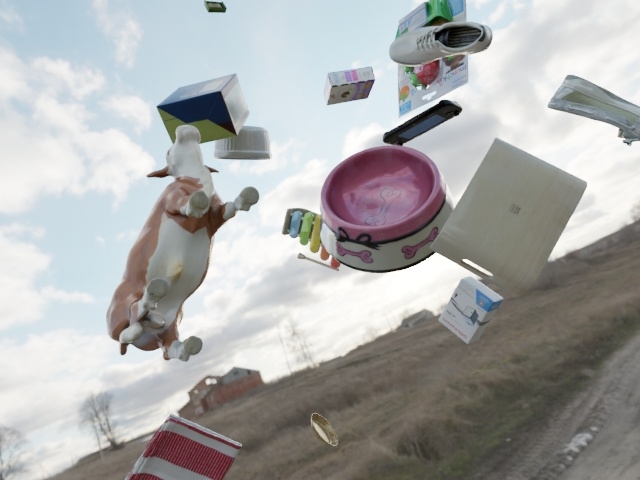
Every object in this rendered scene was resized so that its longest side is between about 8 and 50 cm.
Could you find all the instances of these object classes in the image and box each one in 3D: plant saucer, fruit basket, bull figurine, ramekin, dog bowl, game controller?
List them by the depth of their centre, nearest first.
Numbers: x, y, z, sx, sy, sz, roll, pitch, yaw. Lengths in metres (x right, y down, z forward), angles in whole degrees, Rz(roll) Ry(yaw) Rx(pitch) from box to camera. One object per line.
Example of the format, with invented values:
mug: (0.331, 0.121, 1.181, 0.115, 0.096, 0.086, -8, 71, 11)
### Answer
bull figurine: (-0.176, -0.001, 0.573, 0.101, 0.310, 0.188, 21, -12, -32)
plant saucer: (0.005, 0.423, 1.017, 0.015, 0.083, 0.083, -45, -19, 8)
dog bowl: (0.178, -0.112, 1.322, 0.408, 0.407, 0.150, -22, -43, 0)
fruit basket: (0.374, -0.654, 1.611, 0.166, 0.352, 0.327, 13, -14, -32)
ramekin: (-0.274, -0.342, 1.615, 0.207, 0.108, 0.207, 1, 7, 0)
game controller: (0.401, -0.463, 1.826, 0.319, 0.067, 0.167, -25, -5, 37)

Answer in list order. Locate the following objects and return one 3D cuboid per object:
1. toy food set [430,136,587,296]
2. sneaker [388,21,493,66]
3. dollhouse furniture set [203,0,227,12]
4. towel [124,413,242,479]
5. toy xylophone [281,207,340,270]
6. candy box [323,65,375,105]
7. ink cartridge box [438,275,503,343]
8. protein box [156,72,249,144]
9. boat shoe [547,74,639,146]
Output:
toy food set: (0.416, -0.059, 1.018, 0.306, 0.220, 0.092, -58, -9, -8)
sneaker: (0.286, -0.497, 1.133, 0.258, 0.094, 0.091, -1, 4, 28)
dollhouse furniture set: (-0.282, -0.722, 1.291, 0.059, 0.076, 0.151, -16, -21, -36)
towel: (-0.394, 0.652, 1.228, 0.328, 0.237, 0.037, -57, 21, -3)
toy xylophone: (0.000, 0.000, 1.768, 0.323, 0.236, 0.081, 15, 20, 26)
candy box: (0.120, -0.666, 1.978, 0.197, 0.070, 0.165, -12, -9, -9)
ink cartridge box: (0.525, 0.244, 1.610, 0.082, 0.140, 0.190, -5, -55, -45)
protein box: (-0.343, -0.391, 1.375, 0.200, 0.135, 0.201, -10, 32, 11)
boat shoe: (0.760, -0.315, 1.191, 0.103, 0.321, 0.118, -60, -13, 26)
